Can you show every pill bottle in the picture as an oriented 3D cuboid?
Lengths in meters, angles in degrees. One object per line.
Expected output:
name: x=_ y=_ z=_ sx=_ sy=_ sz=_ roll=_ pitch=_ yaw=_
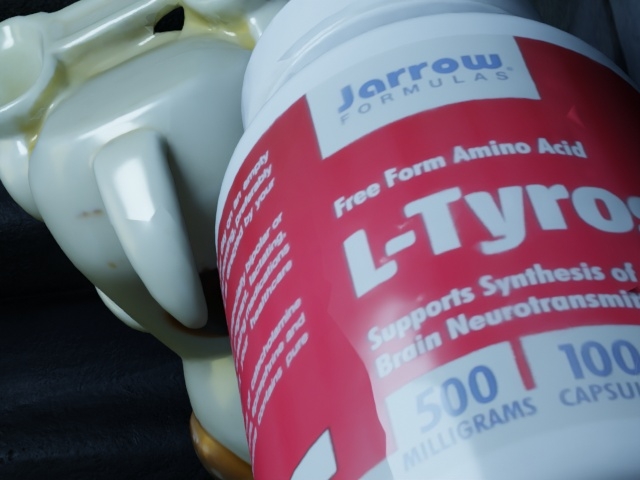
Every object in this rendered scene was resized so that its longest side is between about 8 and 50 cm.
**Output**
pill bottle: x=0.074 y=0.044 z=0.797 sx=0.407 sy=0.229 sz=0.229 roll=-105 pitch=12 yaw=-51

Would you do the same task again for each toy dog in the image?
toy dog: x=-0.044 y=0.004 z=1.357 sx=0.408 sy=0.285 sz=0.395 roll=60 pitch=178 yaw=-32
